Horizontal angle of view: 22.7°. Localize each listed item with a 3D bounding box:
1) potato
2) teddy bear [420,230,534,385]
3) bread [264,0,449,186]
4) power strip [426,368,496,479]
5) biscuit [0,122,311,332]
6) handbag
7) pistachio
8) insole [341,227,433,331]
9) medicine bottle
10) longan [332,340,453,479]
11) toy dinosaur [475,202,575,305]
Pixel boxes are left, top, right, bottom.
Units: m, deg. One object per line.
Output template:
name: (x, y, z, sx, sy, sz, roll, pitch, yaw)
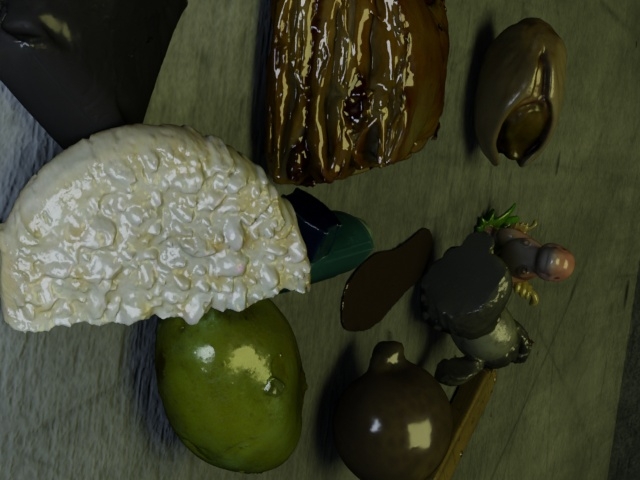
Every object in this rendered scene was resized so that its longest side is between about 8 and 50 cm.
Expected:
potato: (-0.090, 0.147, 1.725, 0.186, 0.148, 0.253, -67, 154, -23)
teddy bear: (0.222, 0.126, 2.458, 0.171, 0.144, 0.251, -39, 141, -23)
bread: (0.066, -0.201, 1.913, 0.324, 0.167, 0.277, -22, 119, -62)
power strip: (0.224, 0.314, 2.639, 0.305, 0.044, 0.064, -58, 148, -38)
biscuit: (-0.148, -0.017, 1.428, 0.084, 0.281, 0.179, -132, -140, -67)
handbag: (-0.198, -0.206, 1.422, 0.247, 0.080, 0.223, 55, 49, -59)
pistachio: (0.310, -0.232, 2.498, 0.153, 0.137, 0.238, -141, -122, -77)
insole: (0.099, 0.055, 2.292, 0.328, 0.007, 0.111, -32, 130, -59)
medicine bottle: (0.000, 0.000, 1.937, 0.124, 0.079, 0.258, -56, 164, 16)
longan: (0.097, 0.239, 2.176, 0.185, 0.159, 0.204, 7, 80, -57)
toy dinosaur: (0.345, 0.016, 2.621, 0.194, 0.177, 0.152, 37, 66, -66)
